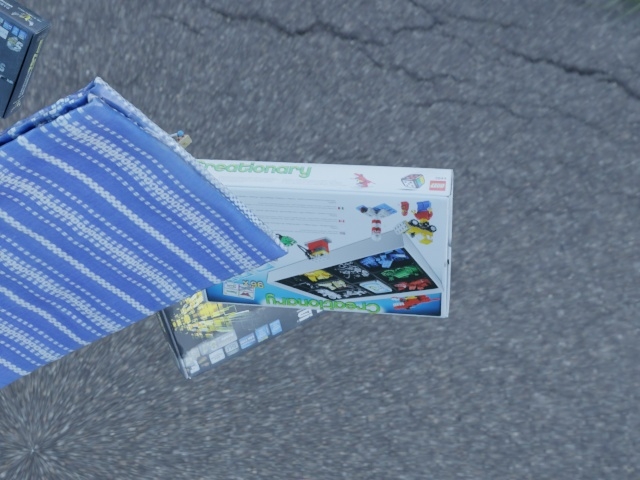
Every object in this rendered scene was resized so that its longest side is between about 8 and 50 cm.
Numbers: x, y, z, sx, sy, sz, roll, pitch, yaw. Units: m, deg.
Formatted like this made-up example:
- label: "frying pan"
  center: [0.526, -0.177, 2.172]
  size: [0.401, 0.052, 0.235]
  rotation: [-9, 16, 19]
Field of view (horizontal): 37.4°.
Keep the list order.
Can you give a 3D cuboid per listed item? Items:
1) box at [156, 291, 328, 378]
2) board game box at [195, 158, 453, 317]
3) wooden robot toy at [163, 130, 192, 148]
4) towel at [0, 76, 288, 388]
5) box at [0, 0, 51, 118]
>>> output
- label: "box"
  center: [-0.159, 0.063, 1.945]
  size: [0.395, 0.097, 0.318]
  rotation: [-24, 122, -18]
- label: "board game box"
  center: [0.000, 0.000, 1.105]
  size: [0.305, 0.193, 0.053]
  rotation: [3, 43, 9]
- label: "wooden robot toy"
  center: [-0.346, -0.190, 1.883]
  size: [0.173, 0.076, 0.079]
  rotation: [-30, 64, -29]
- label: "towel"
  center: [-0.228, 0.022, 0.753]
  size: [0.243, 0.336, 0.040]
  rotation: [43, 29, -47]
- label: "box"
  center: [-0.581, -0.337, 1.557]
  size: [0.232, 0.183, 0.059]
  rotation: [33, 34, -2]
